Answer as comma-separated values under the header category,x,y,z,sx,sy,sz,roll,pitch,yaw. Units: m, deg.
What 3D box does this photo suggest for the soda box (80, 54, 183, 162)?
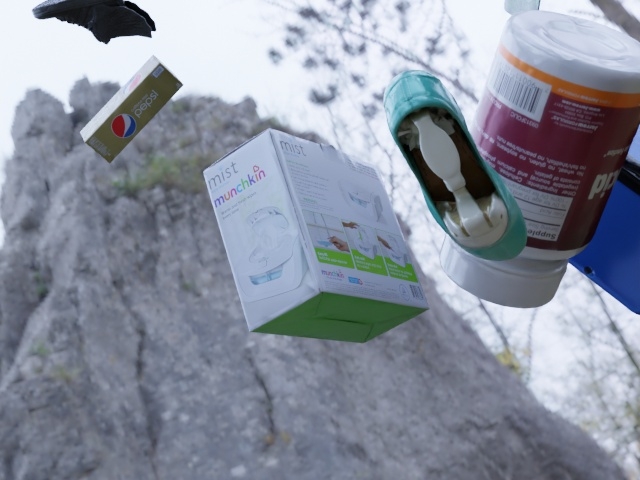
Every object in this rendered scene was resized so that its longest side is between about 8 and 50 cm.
category,x,y,z,sx,sy,sz,roll,pitch,yaw
soda box,-0.312,-0.217,1.822,0.181,0.061,0.058,-46,-61,2

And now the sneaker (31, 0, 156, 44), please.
category,x,y,z,sx,sy,sz,roll,pitch,yaw
sneaker,-0.333,-0.322,1.618,0.170,0.051,0.089,-12,-64,14

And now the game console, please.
category,x,y,z,sx,sy,sz,roll,pitch,yaw
game console,0.505,-0.067,1.784,0.250,0.293,0.173,-29,-30,-37

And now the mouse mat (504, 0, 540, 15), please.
category,x,y,z,sx,sy,sz,roll,pitch,yaw
mouse mat,0.370,-0.473,1.996,0.007,0.190,0.152,1,-67,-11

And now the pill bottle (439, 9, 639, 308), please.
category,x,y,z,sx,sy,sz,roll,pitch,yaw
pill bottle,0.317,-0.111,1.600,0.224,0.224,0.392,-4,-55,-30

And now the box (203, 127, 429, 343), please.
category,x,y,z,sx,sy,sz,roll,pitch,yaw
box,0.000,0.000,1.447,0.127,0.231,0.262,-31,-23,28

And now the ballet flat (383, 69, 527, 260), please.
category,x,y,z,sx,sy,sz,roll,pitch,yaw
ballet flat,0.135,-0.055,1.101,0.083,0.087,0.247,-26,-62,17
